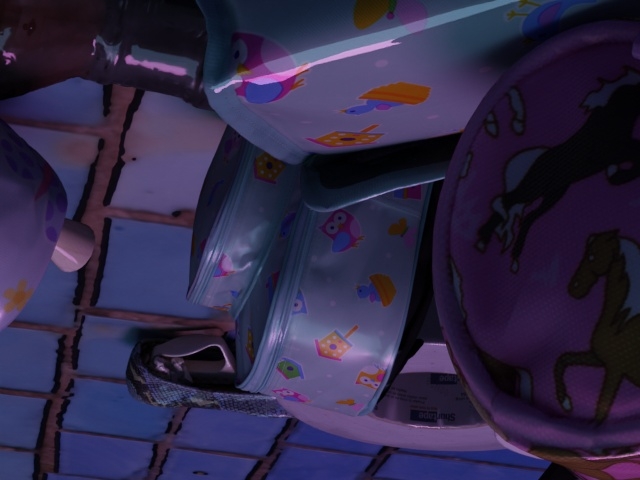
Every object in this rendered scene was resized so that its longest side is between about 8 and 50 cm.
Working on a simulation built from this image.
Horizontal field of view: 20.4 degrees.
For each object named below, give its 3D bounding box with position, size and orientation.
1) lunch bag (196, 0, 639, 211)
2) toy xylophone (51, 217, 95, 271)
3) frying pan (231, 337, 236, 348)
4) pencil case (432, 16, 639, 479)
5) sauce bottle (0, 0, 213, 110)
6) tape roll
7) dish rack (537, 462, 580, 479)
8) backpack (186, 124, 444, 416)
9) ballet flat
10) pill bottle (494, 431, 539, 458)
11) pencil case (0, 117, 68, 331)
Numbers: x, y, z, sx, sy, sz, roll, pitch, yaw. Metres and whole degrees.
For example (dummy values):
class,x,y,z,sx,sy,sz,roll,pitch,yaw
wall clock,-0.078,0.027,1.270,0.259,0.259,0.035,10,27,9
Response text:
class,x,y,z,sx,sy,sz,roll,pitch,yaw
lunch bag,0.070,-0.113,0.746,0.223,0.160,0.262,-14,167,7
toy xylophone,-0.267,-0.047,0.971,0.322,0.081,0.236,33,177,-42
frying pan,0.096,0.040,1.261,0.197,0.053,0.326,17,156,-25
pencil case,0.183,0.042,0.738,0.160,0.167,0.386,-19,157,23
sauce bottle,-0.197,-0.126,0.837,0.344,0.111,0.111,12,156,-17
tape roll,0.079,0.077,1.206,0.219,0.072,0.219,4,157,2
dish rack,0.261,0.150,1.323,0.074,0.208,0.271,46,146,-4
backpack,0.000,0.000,1.002,0.144,0.188,0.166,8,158,-10
ballet flat,-0.066,0.106,1.441,0.188,0.070,0.070,0,157,1
pill bottle,0.147,0.008,0.970,0.119,0.209,0.119,3,157,1
pencil case,-0.230,-0.042,0.751,0.124,0.113,0.273,-31,145,18
